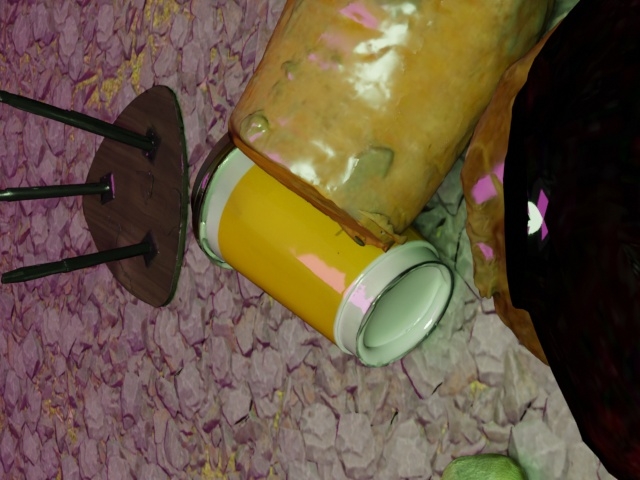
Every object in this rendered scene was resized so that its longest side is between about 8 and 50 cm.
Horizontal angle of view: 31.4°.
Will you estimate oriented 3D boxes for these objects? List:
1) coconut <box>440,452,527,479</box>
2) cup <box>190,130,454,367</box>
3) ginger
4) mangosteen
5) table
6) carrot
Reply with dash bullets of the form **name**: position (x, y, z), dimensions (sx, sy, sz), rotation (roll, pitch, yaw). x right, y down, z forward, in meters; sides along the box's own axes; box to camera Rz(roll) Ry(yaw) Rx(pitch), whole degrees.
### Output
- **coconut**: position (0.159, 0.242, 1.067), dimensions (0.088, 0.096, 0.088), rotation (-171, 90, -85)
- **cup**: position (0.000, 0.000, 1.202), dimensions (0.279, 0.196, 0.196), rotation (42, 121, 34)
- **ginger**: position (0.202, -0.047, 0.958), dimensions (0.165, 0.172, 0.321), rotation (-78, -1, -73)
- **mangosteen**: position (0.276, -0.015, 0.650), dimensions (0.421, 0.381, 0.381), rotation (-135, 51, -77)
- **table**: position (-0.357, -0.083, 1.591), dimensions (0.317, 0.249, 0.317), rotation (-1, 89, 52)
- **carrot**: position (0.069, -0.182, 1.022), dimensions (0.224, 0.224, 0.341), rotation (30, 86, 48)
